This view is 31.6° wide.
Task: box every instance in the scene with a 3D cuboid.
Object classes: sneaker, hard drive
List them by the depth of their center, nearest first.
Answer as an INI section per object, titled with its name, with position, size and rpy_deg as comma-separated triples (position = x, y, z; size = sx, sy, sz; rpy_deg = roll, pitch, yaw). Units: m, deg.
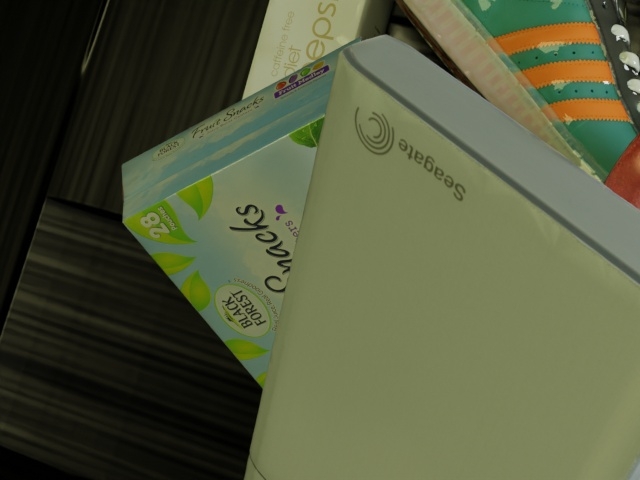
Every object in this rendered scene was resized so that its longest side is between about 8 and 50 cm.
[hard drive]
position = 0.064, 0.097, 0.631
size = 0.233, 0.047, 0.353
rpy_deg = 42, 136, 30
[sneaker]
position = 0.173, -0.106, 0.745
size = 0.121, 0.108, 0.302
rpy_deg = -40, 74, 7

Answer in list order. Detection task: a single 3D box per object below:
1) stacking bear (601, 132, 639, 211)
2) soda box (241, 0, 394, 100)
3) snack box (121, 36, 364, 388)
[stacking bear]
position = 0.274, 0.070, 0.548
size = 0.289, 0.175, 0.164
rpy_deg = 39, 126, 27
[soda box]
position = -0.008, -0.107, 0.819
size = 0.074, 0.069, 0.216
rpy_deg = 14, 85, 18
[snack box]
position = 0.000, 0.000, 0.730
size = 0.175, 0.207, 0.070
rpy_deg = -26, 36, 10
